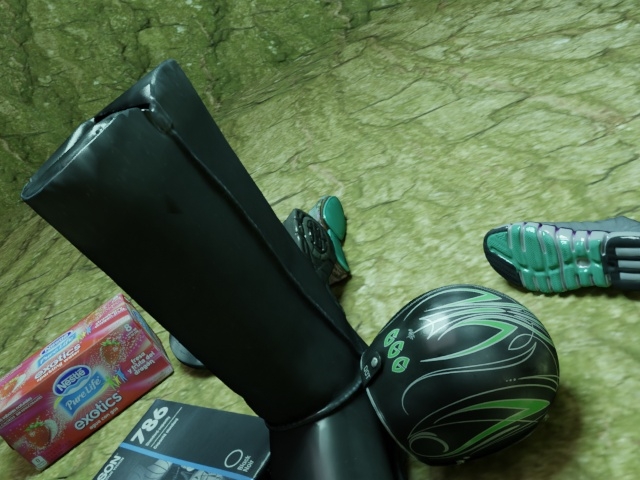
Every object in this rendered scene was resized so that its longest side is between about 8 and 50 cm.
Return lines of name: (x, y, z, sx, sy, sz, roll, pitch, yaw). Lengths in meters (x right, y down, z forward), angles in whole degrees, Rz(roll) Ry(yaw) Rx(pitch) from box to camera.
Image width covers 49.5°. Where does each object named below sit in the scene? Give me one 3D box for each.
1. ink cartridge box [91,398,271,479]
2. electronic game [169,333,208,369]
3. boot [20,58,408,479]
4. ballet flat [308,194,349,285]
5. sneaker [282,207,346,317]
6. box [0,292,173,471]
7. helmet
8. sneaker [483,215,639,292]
ink cartridge box: (-0.176, 0.281, 0.838, 0.333, 0.065, 0.165, -7, 36, 43)
electronic game: (-0.135, 0.113, 1.099, 0.229, 0.048, 0.229, -18, 33, 12)
boot: (-0.071, 0.100, 0.595, 0.146, 0.445, 0.367, -25, 27, 14)
ballet flat: (0.000, 0.000, 1.128, 0.079, 0.077, 0.221, -28, 30, 16)
sneaker: (-0.042, 0.089, 0.964, 0.130, 0.109, 0.286, -34, 36, 26)
box: (-0.379, 0.218, 1.100, 0.257, 0.122, 0.128, -37, 25, -9)
helmet: (0.139, 0.121, 0.659, 0.161, 0.169, 0.169, -34, 24, 17)
sneaker: (0.301, 0.010, 0.796, 0.098, 0.083, 0.224, -25, 22, -38)
